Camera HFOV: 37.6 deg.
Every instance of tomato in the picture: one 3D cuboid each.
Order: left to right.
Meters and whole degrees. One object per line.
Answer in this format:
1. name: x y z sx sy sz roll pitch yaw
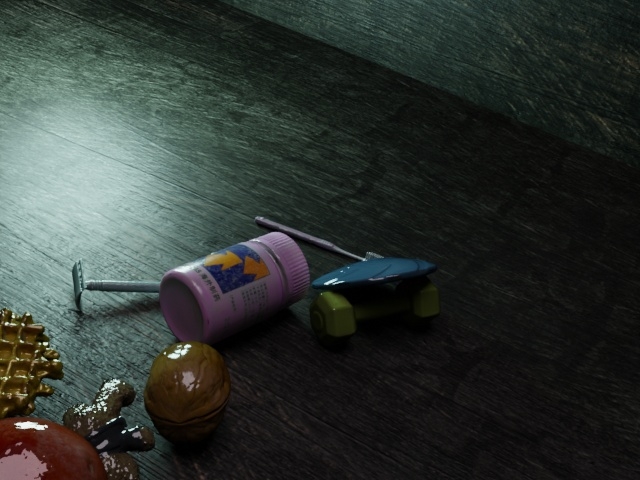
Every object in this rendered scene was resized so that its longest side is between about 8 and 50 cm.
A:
1. tomato: -0.461 0.394 1.438 0.264 0.265 0.265 8 35 -6

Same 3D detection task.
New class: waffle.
1. waffle: -0.625 0.248 1.723 0.292 0.069 0.260 -29 52 -26

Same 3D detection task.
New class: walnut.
1. walnut: -0.246 0.279 1.744 0.167 0.167 0.207 8 27 -6

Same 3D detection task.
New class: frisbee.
1. frisbee: 0.118 0.066 2.118 0.289 0.049 0.289 -8 2 0

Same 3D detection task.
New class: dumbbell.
1. dumbbell: 0.123 0.152 2.087 0.301 0.121 0.108 -10 68 -27

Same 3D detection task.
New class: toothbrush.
1. toothbrush: 0.000 0.000 2.336 0.353 0.029 0.024 20 22 13

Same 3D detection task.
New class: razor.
1. razor: -0.421 0.098 2.053 0.231 0.068 0.106 2 36 -22

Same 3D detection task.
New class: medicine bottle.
1. medicine bottle: -0.181 0.102 2.007 0.290 0.178 0.178 -23 47 -38

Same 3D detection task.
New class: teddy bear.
1. teddy bear: -0.391 0.349 1.636 0.181 0.129 0.251 -32 48 2
